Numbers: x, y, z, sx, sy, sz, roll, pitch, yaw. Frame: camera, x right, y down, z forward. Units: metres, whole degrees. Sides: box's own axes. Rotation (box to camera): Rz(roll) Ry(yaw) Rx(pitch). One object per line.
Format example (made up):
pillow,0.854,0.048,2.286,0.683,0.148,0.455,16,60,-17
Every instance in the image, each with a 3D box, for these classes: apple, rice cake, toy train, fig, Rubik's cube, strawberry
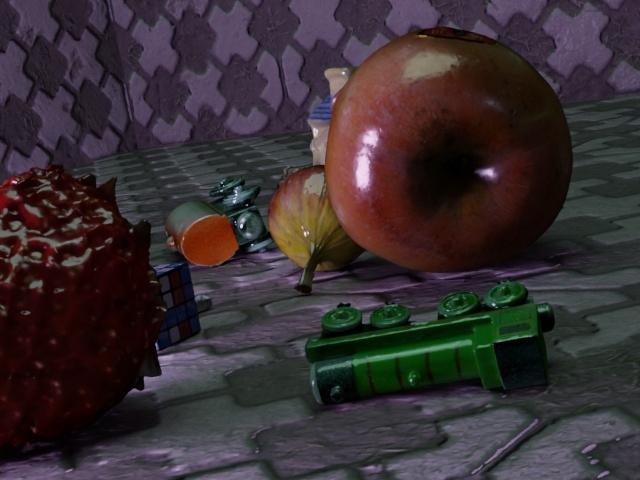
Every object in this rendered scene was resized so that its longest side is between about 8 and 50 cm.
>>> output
apple,0.168,-0.127,1.802,0.338,0.338,0.305,-10,21,0
rice cake,-0.198,0.096,1.806,0.121,0.021,0.022,-17,22,-38
toy train,0.104,0.107,1.306,0.251,0.085,0.119,-11,25,12
toy train,-0.177,-0.025,2.257,0.177,0.116,0.285,-24,13,-9
fig,0.003,0.004,1.925,0.160,0.230,0.143,-8,-33,8
Rubik's cube,-0.219,0.085,1.686,0.092,0.092,0.092,-4,12,31
strawberry,-0.333,0.074,1.333,0.343,0.292,0.292,-14,10,-39

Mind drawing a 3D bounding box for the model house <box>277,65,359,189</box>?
model house,0.069,-0.160,2.209,0.261,0.266,0.321,1,3,-37
